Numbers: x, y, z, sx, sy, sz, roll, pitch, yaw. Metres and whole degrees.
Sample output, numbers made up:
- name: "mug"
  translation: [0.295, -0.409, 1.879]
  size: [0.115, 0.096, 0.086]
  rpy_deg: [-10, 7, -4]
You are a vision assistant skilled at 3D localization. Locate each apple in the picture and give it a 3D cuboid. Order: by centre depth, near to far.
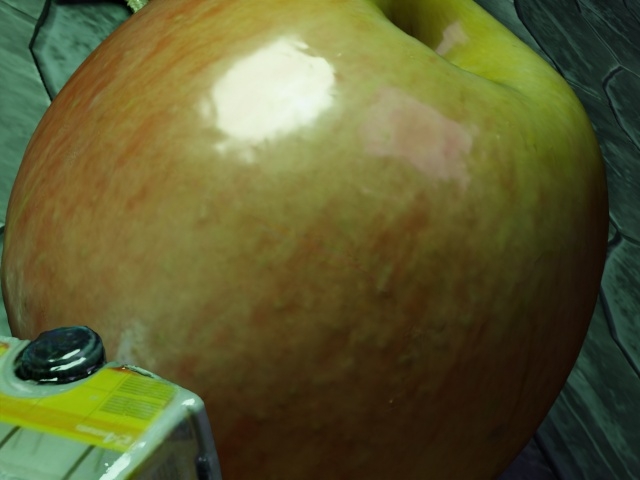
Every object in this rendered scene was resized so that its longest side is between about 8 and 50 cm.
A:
- name: "apple"
  translation: [0.000, 0.000, 0.622]
  size: [0.364, 0.364, 0.364]
  rpy_deg: [25, 38, -22]

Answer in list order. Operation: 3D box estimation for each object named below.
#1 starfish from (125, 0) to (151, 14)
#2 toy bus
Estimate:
- name: "starfish"
  translation: [-0.150, -0.244, 0.995]
  size: [0.138, 0.050, 0.247]
  rpy_deg: [43, 38, -1]
- name: "toy bus"
  translation: [-0.172, 0.090, 0.462]
  size: [0.268, 0.092, 0.106]
  rpy_deg: [9, 33, 27]
